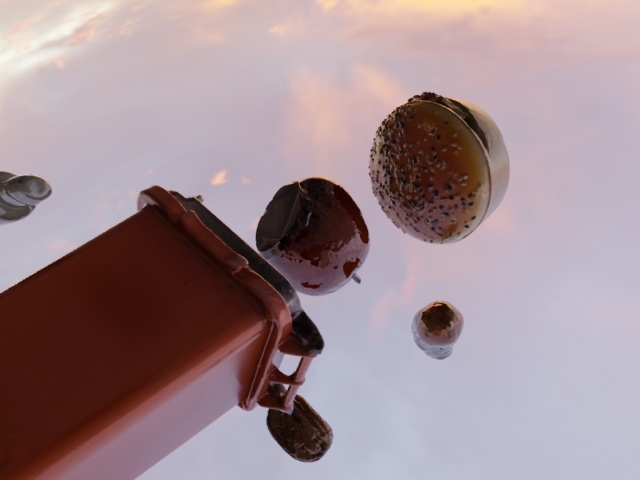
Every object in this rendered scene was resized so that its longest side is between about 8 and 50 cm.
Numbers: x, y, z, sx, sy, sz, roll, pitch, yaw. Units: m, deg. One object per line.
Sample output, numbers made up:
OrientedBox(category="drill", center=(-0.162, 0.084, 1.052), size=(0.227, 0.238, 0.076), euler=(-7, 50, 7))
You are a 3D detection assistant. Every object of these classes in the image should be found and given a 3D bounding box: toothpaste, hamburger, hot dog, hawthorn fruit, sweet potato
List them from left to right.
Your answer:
OrientedBox(category="toothpaste", center=(-0.295, -0.021, 0.403), size=(0.255, 0.067, 0.037), euler=(-8, -101, 32))
OrientedBox(category="hot dog", center=(-0.043, 0.369, 1.011), size=(0.099, 0.065, 0.147), euler=(-46, -105, 1))
OrientedBox(category="hawthorn fruit", center=(0.000, 0.000, 0.977), size=(0.215, 0.249, 0.215), euler=(-44, -165, 15))
OrientedBox(category="hamburger", center=(0.219, -0.138, 1.006), size=(0.176, 0.300, 0.300), euler=(-19, -150, -32))
OrientedBox(category="sweet potato", center=(0.234, 0.185, 1.034), size=(0.097, 0.292, 0.097), euler=(-3, -111, 9))

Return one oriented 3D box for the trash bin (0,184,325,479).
OrientedBox(category="trash bin", center=(-0.135, 0.095, 0.353), size=(0.184, 0.161, 0.238), euler=(39, -133, 17))
